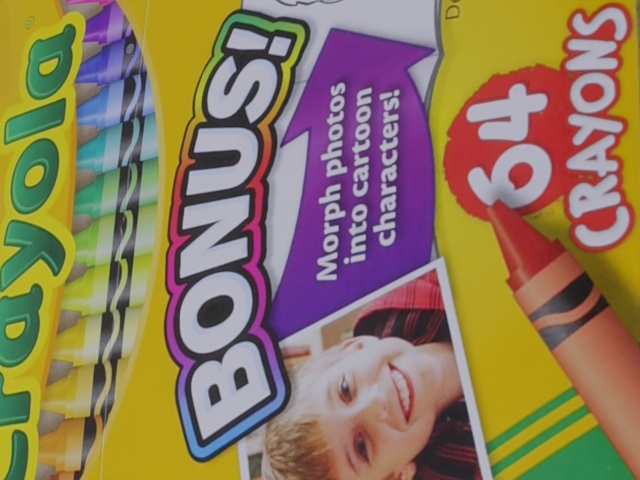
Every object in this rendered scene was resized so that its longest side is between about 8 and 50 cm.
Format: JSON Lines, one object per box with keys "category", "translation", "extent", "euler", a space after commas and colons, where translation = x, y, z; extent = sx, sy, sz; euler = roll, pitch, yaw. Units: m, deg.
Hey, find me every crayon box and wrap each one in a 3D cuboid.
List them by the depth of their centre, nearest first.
{"category": "crayon box", "translation": [0.000, 0.000, 0.574], "extent": [0.313, 0.363, 0.106], "euler": [-12, 155, 34]}
